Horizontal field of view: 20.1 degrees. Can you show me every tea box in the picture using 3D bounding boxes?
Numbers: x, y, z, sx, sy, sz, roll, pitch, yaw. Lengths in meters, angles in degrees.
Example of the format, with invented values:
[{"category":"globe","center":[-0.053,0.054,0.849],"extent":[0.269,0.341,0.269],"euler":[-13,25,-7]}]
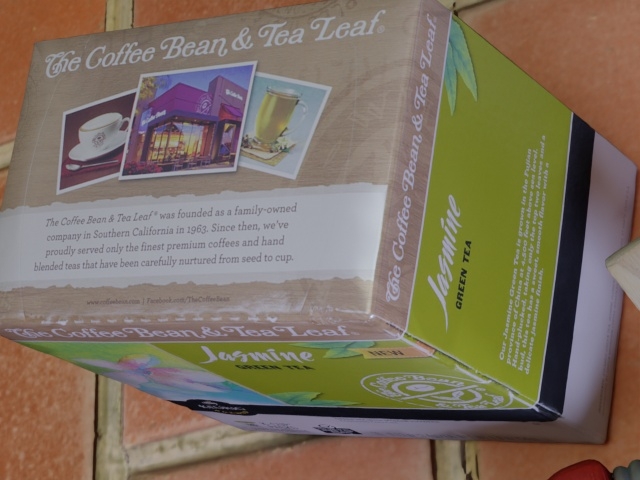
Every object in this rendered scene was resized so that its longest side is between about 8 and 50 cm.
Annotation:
[{"category":"tea box","center":[0.000,0.000,1.257],"extent":[0.329,0.323,0.220],"euler":[-3,69,36]}]

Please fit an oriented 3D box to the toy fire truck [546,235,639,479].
[{"category":"toy fire truck","center":[0.218,0.144,1.133],"extent":[0.217,0.158,0.246],"euler":[-24,54,16]}]
